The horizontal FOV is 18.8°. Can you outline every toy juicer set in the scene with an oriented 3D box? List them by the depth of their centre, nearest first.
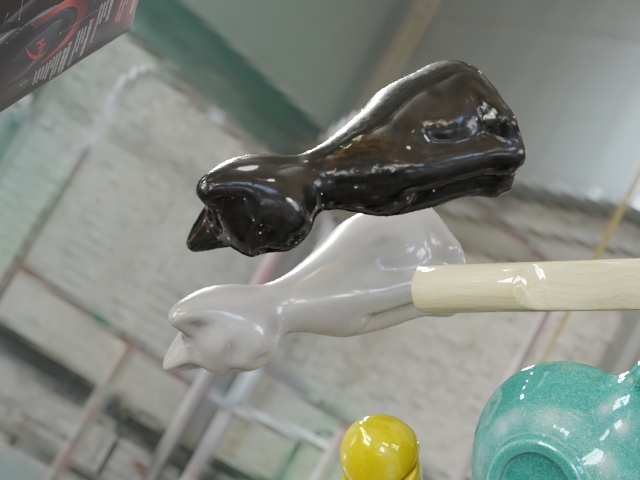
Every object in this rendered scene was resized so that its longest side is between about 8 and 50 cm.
[{"bbox_3d":[0.118,0.127,1.181,0.209,0.329,0.089,21,21,28],"label":"toy juicer set"}]

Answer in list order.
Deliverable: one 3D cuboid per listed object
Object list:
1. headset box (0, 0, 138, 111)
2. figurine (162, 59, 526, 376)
[{"bbox_3d":[-0.236,-0.191,1.376,0.110,0.293,0.218,46,-30,12],"label":"headset box"},{"bbox_3d":[0.000,0.000,1.219,0.092,0.209,0.215,56,-30,28],"label":"figurine"}]
